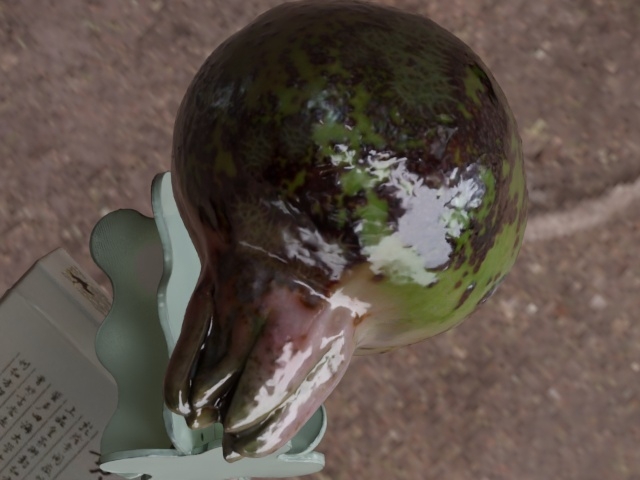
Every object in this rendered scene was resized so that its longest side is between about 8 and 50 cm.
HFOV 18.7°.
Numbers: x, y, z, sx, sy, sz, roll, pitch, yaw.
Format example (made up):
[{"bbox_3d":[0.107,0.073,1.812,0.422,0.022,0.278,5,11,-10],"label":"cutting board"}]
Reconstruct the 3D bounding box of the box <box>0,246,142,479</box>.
[{"bbox_3d":[-0.253,0.199,1.569,0.204,0.051,0.365,45,114,3],"label":"box"}]

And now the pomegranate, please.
[{"bbox_3d":[-0.007,-0.009,0.678,0.163,0.125,0.138,-36,159,-19],"label":"pomegranate"}]

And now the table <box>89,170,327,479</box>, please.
[{"bbox_3d":[-0.081,0.062,1.361,0.166,0.166,0.198,6,69,-31],"label":"table"}]
